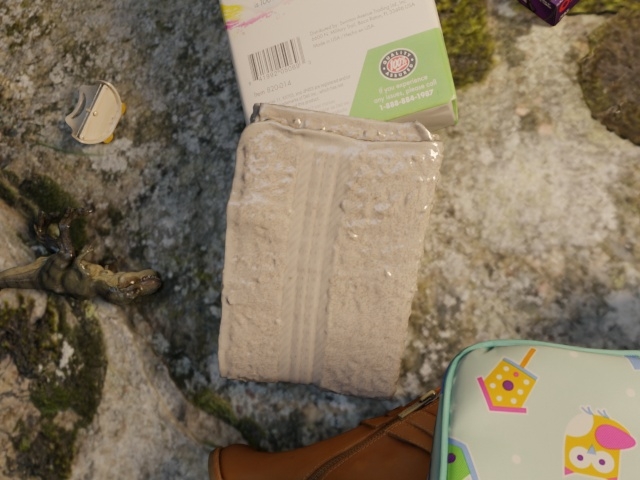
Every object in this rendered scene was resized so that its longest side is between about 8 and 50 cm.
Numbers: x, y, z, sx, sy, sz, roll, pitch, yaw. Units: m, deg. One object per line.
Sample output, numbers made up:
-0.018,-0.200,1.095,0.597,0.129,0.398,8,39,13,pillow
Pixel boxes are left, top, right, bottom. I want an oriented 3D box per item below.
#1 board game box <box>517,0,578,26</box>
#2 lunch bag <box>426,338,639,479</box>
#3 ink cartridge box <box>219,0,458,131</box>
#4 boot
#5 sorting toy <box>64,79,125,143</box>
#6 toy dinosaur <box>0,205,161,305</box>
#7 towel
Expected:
0.198,-0.416,0.628,0.208,0.056,0.347,-44,70,3,board game box
0.191,0.185,0.340,0.278,0.108,0.224,6,55,11,lunch bag
0.003,-0.273,0.602,0.207,0.119,0.354,-14,86,16,ink cartridge box
0.022,0.202,0.534,0.220,0.283,0.109,-36,99,-21,boot
-0.303,-0.170,0.757,0.075,0.045,0.083,26,90,28,sorting toy
-0.326,0.020,0.723,0.268,0.064,0.118,-1,87,22,toy dinosaur
0.003,0.019,0.548,0.187,0.049,0.283,8,107,3,towel
